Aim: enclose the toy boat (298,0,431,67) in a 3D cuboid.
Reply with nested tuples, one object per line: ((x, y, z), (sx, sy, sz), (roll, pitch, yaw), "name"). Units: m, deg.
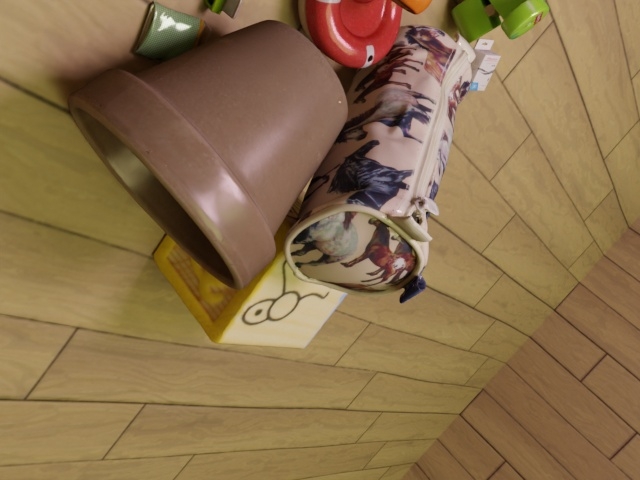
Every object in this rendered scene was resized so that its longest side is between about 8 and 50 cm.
((0.072, -0.312, 0.733), (0.150, 0.151, 0.231), (-18, 139, -34), "toy boat")

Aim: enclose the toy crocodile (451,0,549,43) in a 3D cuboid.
((0.317, -0.393, 0.857), (0.105, 0.115, 0.340), (-26, 169, -48), "toy crocodile")

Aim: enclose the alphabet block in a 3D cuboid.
((-0.082, 0.026, 0.898), (0.192, 0.193, 0.197), (-54, 146, 11), "alphabet block")

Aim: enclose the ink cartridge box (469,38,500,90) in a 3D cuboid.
((0.282, -0.306, 1.084), (0.048, 0.028, 0.083), (-12, 135, -41), "ink cartridge box")

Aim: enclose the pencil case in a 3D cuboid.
((0.097, -0.119, 0.804), (0.160, 0.183, 0.411), (53, 42, -34), "pencil case")

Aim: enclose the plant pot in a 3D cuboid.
((-0.100, -0.117, 0.684), (0.229, 0.263, 0.263), (-45, 149, -16), "plant pot")

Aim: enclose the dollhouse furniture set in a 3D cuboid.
((-0.132, -0.246, 0.665), (0.076, 0.058, 0.152), (2, 125, -48), "dollhouse furniture set")
